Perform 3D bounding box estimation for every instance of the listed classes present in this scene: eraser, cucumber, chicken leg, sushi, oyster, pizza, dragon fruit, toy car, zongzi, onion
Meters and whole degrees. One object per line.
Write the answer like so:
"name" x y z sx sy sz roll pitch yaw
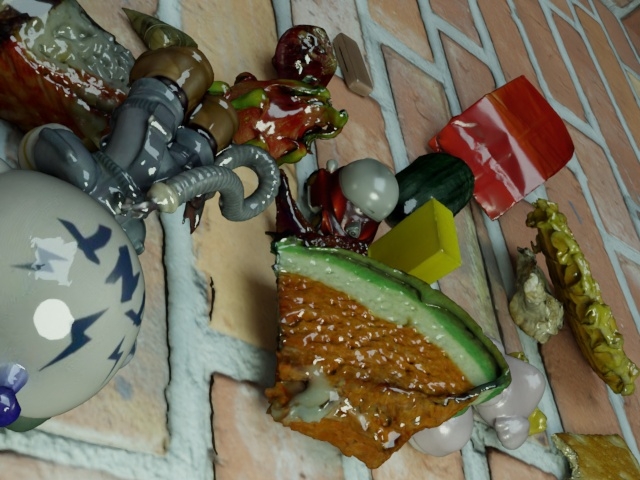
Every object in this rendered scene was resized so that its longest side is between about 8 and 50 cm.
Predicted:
"eraser" 0.121 0.017 1.231 0.045 0.122 0.097 32 38 -32
"cucumber" 0.170 -0.071 1.443 0.115 0.063 0.244 51 33 -1
"chicken leg" -0.002 0.006 1.139 0.205 0.053 0.093 44 63 -16
"sushi" -0.298 -0.207 0.917 0.332 0.124 0.130 43 46 -18
"oyster" 0.327 0.080 1.466 0.191 0.081 0.163 62 11 -63
"pizza" 0.404 0.351 1.347 0.262 0.034 0.181 21 43 -41
"dragon fruit" -0.053 -0.163 1.216 0.142 0.175 0.138 55 22 -67
"toy car" 0.050 -0.051 1.217 0.112 0.112 0.139 37 34 -24
"zongzi" -0.202 -0.261 1.184 0.083 0.040 0.076 43 21 19
"onion" -0.026 -0.258 1.352 0.107 0.097 0.107 -21 115 -56

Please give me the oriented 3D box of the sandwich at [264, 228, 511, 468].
"sandwich" 0.050 0.126 0.990 0.292 0.109 0.212 16 52 4

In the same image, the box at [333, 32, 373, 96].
"box" 0.052 -0.287 1.536 0.048 0.025 0.115 23 42 -46

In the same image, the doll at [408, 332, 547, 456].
"doll" 0.183 0.187 1.172 0.365 0.094 0.160 7 61 -47

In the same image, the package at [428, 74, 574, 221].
"package" 0.347 -0.178 1.715 0.196 0.123 0.423 52 30 4

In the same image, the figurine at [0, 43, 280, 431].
"figurine" -0.204 -0.012 0.761 0.261 0.186 0.382 51 43 -25

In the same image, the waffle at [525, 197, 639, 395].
"waffle" 0.415 0.090 1.502 0.325 0.068 0.302 60 9 -46
